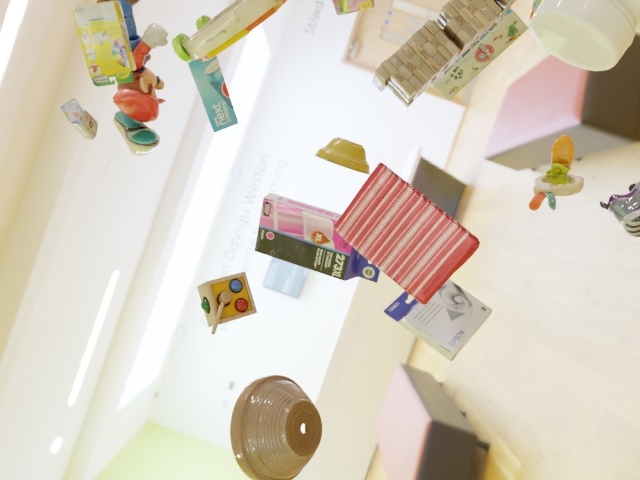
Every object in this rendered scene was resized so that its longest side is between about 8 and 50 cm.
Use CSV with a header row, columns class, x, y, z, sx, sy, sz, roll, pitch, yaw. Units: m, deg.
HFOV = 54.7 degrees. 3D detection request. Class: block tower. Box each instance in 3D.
class,x,y,z,sx,sy,sz,roll,pitch,yaw
block tower,0.258,-0.414,1.259,0.335,0.097,0.091,-42,-3,-1

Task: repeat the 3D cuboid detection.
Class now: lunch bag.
class,x,y,z,sx,sy,sz,roll,pitch,yaw
lunch bag,-0.571,-0.287,1.478,0.053,0.083,0.071,-34,-26,-4

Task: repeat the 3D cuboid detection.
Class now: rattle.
class,x,y,z,sx,sy,sz,roll,pitch,yaw
rattle,0.608,-0.173,1.606,0.200,0.130,0.142,-21,-46,-37

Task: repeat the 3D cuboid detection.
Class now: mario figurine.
class,x,y,z,sx,sy,sz,roll,pitch,yaw
mario figurine,-0.464,-0.467,1.595,0.198,0.170,0.320,-128,29,-73

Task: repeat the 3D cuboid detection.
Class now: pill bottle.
class,x,y,z,sx,sy,sz,roll,pitch,yaw
pill bottle,0.425,-0.399,0.836,0.318,0.176,0.176,-57,0,0

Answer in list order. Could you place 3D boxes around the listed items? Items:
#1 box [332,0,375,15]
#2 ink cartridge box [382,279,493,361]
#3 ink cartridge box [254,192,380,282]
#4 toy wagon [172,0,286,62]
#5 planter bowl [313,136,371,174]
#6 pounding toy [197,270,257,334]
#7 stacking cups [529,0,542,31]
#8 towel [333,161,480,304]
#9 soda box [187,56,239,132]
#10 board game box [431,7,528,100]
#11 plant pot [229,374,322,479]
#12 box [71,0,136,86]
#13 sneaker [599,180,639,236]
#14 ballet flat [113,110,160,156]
class,x,y,z,sx,sy,sz,roll,pitch,yaw
box,0.067,-0.795,1.716,0.213,0.117,0.242,34,-134,-78
ink cartridge box,0.319,0.189,1.667,0.223,0.224,0.045,-36,-28,-41
ink cartridge box,0.000,0.000,1.761,0.069,0.371,0.175,-52,-24,-63
toy wagon,-0.144,-0.477,1.248,0.267,0.068,0.344,-22,27,30
planter bowl,0.090,-0.309,2.177,0.217,0.217,0.090,-67,-4,-80
pounding toy,-0.237,0.157,1.527,0.100,0.141,0.130,-26,80,58
stacking cups,0.550,-0.578,1.497,0.316,0.096,0.096,21,-91,-81
towel,0.181,-0.012,1.335,0.199,0.275,0.031,-54,-12,25
soda box,-0.270,-0.379,1.534,0.067,0.071,0.210,-120,11,-46
board game box,0.447,-0.610,1.884,0.303,0.098,0.224,-42,40,26
plant pot,-0.073,0.410,1.350,0.110,0.237,0.237,-16,40,39
box,-0.492,-0.450,1.421,0.043,0.105,0.179,-81,-16,-69
sneaker,0.622,-0.093,1.111,0.098,0.224,0.083,-121,11,-46
ballet flat,-0.478,-0.267,1.623,0.248,0.086,0.086,46,125,46
